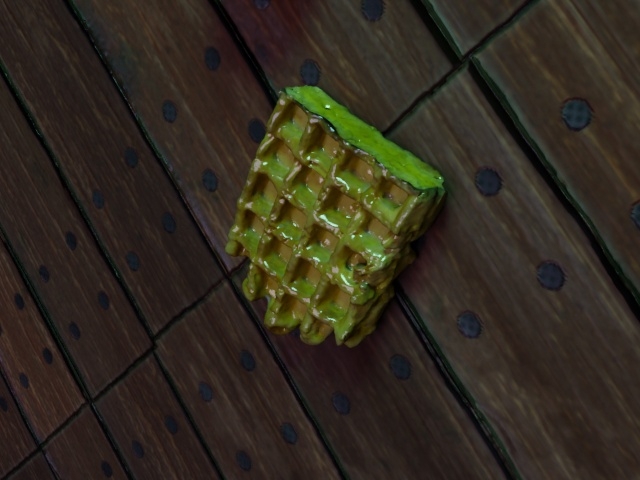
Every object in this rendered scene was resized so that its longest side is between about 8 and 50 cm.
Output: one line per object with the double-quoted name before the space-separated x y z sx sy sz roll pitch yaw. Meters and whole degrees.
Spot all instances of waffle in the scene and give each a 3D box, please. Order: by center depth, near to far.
"waffle" 0.000 0.000 0.678 0.160 0.055 0.211 38 123 26
